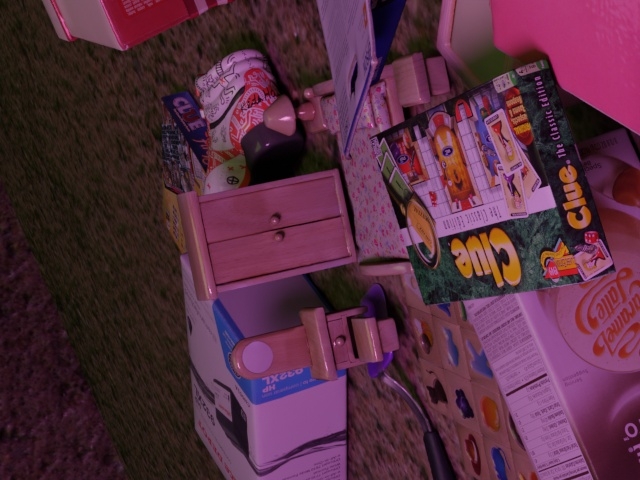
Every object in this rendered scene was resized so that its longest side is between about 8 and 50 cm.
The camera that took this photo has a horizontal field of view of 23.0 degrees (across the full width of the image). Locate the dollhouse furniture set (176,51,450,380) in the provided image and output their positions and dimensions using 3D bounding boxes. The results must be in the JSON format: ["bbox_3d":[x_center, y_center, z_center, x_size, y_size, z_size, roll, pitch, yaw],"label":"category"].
[{"bbox_3d":[0.000,0.000,1.522,0.355,0.173,0.303,173,84,-70],"label":"dollhouse furniture set"}]

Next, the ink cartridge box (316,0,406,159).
[{"bbox_3d":[0.028,-0.195,1.136,0.223,0.045,0.224,109,152,-76],"label":"ink cartridge box"}]

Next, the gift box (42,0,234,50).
[{"bbox_3d":[-0.196,-0.373,1.658,0.258,0.255,0.276,22,134,62],"label":"gift box"}]

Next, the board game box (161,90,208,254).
[{"bbox_3d":[-0.166,-0.060,2.138,0.165,0.042,0.243,57,156,35],"label":"board game box"}]

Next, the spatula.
[{"bbox_3d":[0.099,0.186,1.668,0.296,0.030,0.084,66,156,16],"label":"spatula"}]

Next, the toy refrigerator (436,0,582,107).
[{"bbox_3d":[0.150,-0.218,1.096,0.102,0.094,0.269,57,155,37],"label":"toy refrigerator"}]

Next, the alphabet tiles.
[{"bbox_3d":[0.165,0.115,1.467,0.342,0.011,0.285,19,125,66],"label":"alphabet tiles"}]

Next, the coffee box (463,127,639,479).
[{"bbox_3d":[0.197,0.061,1.146,0.246,0.141,0.098,67,160,10],"label":"coffee box"}]

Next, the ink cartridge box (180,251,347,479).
[{"bbox_3d":[-0.069,0.177,1.957,0.223,0.129,0.307,51,151,44],"label":"ink cartridge box"}]

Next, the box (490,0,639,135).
[{"bbox_3d":[0.216,-0.147,0.901,0.232,0.148,0.127,43,146,53],"label":"box"}]

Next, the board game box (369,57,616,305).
[{"bbox_3d":[0.106,-0.029,1.050,0.136,0.030,0.259,69,162,0],"label":"board game box"}]

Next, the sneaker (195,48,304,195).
[{"bbox_3d":[-0.098,-0.116,1.849,0.145,0.090,0.270,66,156,18],"label":"sneaker"}]
